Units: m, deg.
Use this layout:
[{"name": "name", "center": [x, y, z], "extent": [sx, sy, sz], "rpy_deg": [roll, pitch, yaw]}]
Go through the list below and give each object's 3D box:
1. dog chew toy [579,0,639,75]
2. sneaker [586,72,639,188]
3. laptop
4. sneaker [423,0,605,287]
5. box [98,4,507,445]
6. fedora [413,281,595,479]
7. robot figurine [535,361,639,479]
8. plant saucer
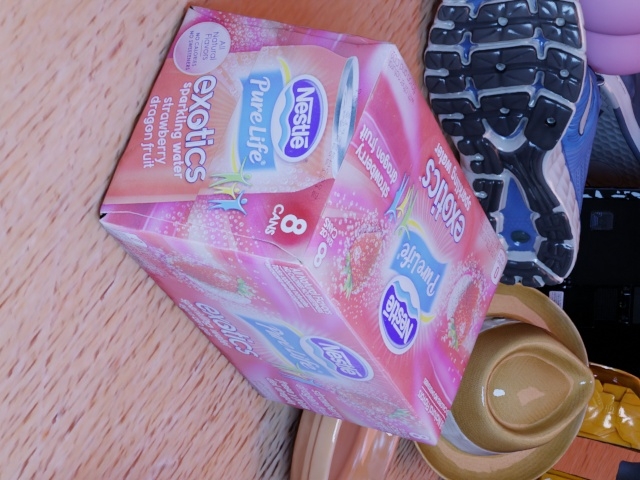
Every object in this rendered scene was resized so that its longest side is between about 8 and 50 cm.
[{"name": "dog chew toy", "center": [0.248, -0.264, 1.560], "extent": [0.332, 0.207, 0.206], "rpy_deg": [81, 32, -53]}, {"name": "sneaker", "center": [0.305, -0.150, 1.857], "extent": [0.163, 0.086, 0.226], "rpy_deg": [-61, 150, -26]}, {"name": "laptop", "center": [0.298, 0.026, 1.783], "extent": [0.136, 0.264, 0.234], "rpy_deg": [-77, 167, -60]}, {"name": "sneaker", "center": [0.161, -0.123, 1.553], "extent": [0.147, 0.130, 0.330], "rpy_deg": [-71, 163, -45]}, {"name": "box", "center": [0.000, 0.000, 1.209], "extent": [0.154, 0.142, 0.300], "rpy_deg": [-67, 154, -19]}, {"name": "fedora", "center": [0.164, 0.123, 1.599], "extent": [0.194, 0.079, 0.194], "rpy_deg": [0, 89, -31]}, {"name": "robot figurine", "center": [0.265, 0.201, 1.692], "extent": [0.085, 0.291, 0.211], "rpy_deg": [35, 70, -71]}, {"name": "plant saucer", "center": [0.023, 0.135, 1.424], "extent": [0.200, 0.037, 0.200], "rpy_deg": [15, 90, -73]}]
